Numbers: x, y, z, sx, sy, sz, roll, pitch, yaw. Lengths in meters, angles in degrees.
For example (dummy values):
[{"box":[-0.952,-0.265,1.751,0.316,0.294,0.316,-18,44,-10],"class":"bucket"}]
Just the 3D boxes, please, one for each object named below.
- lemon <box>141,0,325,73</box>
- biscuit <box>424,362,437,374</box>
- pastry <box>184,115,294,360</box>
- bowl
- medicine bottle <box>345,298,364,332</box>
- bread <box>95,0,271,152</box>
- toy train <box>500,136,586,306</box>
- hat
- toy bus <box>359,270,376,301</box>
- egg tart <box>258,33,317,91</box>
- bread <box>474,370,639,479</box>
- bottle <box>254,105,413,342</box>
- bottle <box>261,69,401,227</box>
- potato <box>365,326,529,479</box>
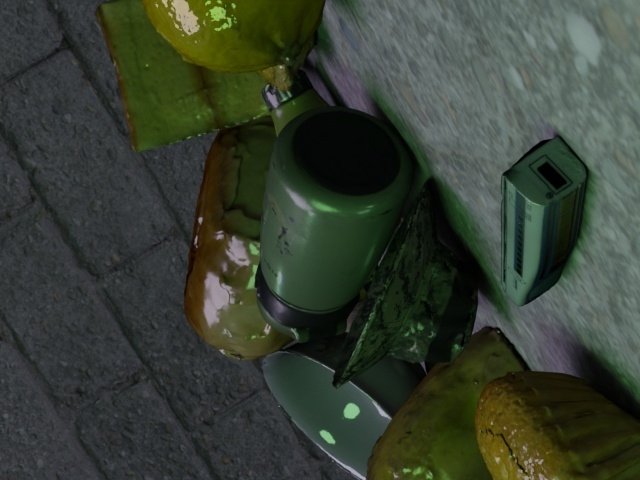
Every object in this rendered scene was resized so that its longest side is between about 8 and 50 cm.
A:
[{"box":[-0.094,-0.274,1.041,0.231,0.192,0.192,58,174,14],"class":"lemon"},{"box":[0.256,0.313,1.616,0.350,0.070,0.394,54,173,43],"class":"biscuit"},{"box":[-0.080,-0.009,1.603,0.409,0.245,0.410,-171,90,-80],"class":"pastry"},{"box":[0.080,0.256,1.665,0.345,0.157,0.345,33,152,20],"class":"bowl"},{"box":[0.122,0.166,1.786,0.122,0.122,0.212,60,164,-7],"class":"medicine bottle"},{"box":[-0.186,-0.267,1.587,0.362,0.233,0.245,58,-164,-89],"class":"bread"},{"box":[0.180,0.008,0.808,0.048,0.055,0.252,46,170,26],"class":"toy train"},{"box":[0.119,0.072,1.159,0.128,0.266,0.265,21,173,0],"class":"hat"},{"box":[0.055,0.061,1.922,0.175,0.101,0.088,56,178,-11],"class":"toy bus"},{"box":[-0.071,-0.291,1.273,0.213,0.090,0.212,57,174,9],"class":"egg tart"},{"box":[0.238,0.219,0.926,0.240,0.139,0.240,59,174,10],"class":"bread"},{"box":[-0.001,-0.001,1.254,0.168,0.168,0.347,57,153,25],"class":"bottle"},{"box":[0.008,-0.112,1.388,0.260,0.112,0.112,61,174,-5],"class":"bottle"},{"box":[0.164,0.272,1.268,0.229,0.266,0.229,55,173,10],"class":"potato"}]
